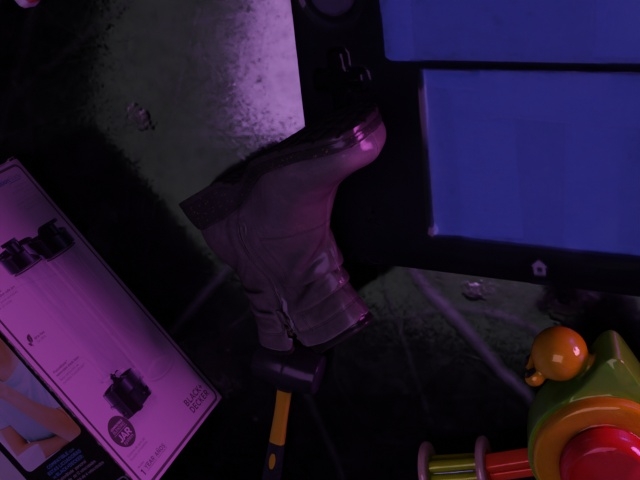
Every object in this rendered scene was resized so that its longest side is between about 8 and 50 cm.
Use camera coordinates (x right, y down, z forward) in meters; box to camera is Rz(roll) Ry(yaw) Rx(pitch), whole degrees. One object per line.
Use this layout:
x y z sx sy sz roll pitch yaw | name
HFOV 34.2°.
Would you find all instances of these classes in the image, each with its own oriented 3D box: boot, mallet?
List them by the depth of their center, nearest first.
0.000 0.000 0.799 0.246 0.083 0.161 -24 100 54 | boot
-0.029 0.176 0.930 0.062 0.039 0.190 9 114 16 | mallet

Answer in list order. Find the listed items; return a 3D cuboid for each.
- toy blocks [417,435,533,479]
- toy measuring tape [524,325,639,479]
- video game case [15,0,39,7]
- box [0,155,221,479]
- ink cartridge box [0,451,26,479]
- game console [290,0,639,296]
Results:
0.166 0.220 0.877 0.148 0.054 0.123 -8 106 18 | toy blocks
0.254 0.202 0.823 0.121 0.121 0.330 -32 106 23 | toy measuring tape
-0.209 -0.352 0.804 0.285 0.025 0.204 -40 94 24 | video game case
-0.233 0.083 0.883 0.087 0.169 0.290 -37 97 25 | box
-0.229 0.197 0.936 0.056 0.135 0.099 -31 98 19 | ink cartridge box
0.150 -0.127 0.708 0.386 0.060 0.342 7 110 32 | game console
